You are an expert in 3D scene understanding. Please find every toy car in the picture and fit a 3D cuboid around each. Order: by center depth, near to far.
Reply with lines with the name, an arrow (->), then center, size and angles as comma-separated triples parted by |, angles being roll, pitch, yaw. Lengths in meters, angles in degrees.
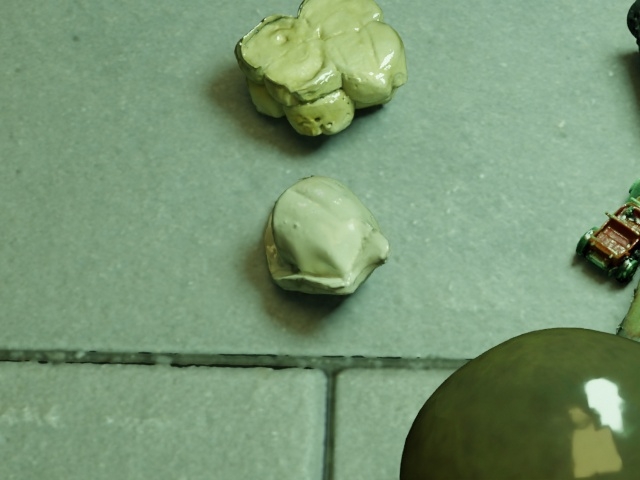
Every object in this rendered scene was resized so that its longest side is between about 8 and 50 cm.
toy car -> 0.355, -0.018, 1.901 | 0.073, 0.054, 0.143 | 37, 64, 22

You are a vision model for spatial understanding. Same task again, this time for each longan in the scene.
longan -> 0.238, 0.231, 1.604 | 0.319, 0.319, 0.319 | 0, 56, 0

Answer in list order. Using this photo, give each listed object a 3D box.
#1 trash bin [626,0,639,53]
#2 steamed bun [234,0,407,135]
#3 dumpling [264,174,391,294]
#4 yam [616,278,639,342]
trash bin -> 0.450, -0.202, 1.973 | 0.175, 0.175, 0.161 | 2, 68, 1
steamed bun -> 0.013, -0.199, 1.995 | 0.177, 0.106, 0.192 | -39, 56, -19
dumpling -> 0.000, 0.000, 1.859 | 0.136, 0.118, 0.199 | -44, 37, -10
yam -> 0.413, 0.054, 1.798 | 0.154, 0.154, 0.254 | 19, 59, 12
